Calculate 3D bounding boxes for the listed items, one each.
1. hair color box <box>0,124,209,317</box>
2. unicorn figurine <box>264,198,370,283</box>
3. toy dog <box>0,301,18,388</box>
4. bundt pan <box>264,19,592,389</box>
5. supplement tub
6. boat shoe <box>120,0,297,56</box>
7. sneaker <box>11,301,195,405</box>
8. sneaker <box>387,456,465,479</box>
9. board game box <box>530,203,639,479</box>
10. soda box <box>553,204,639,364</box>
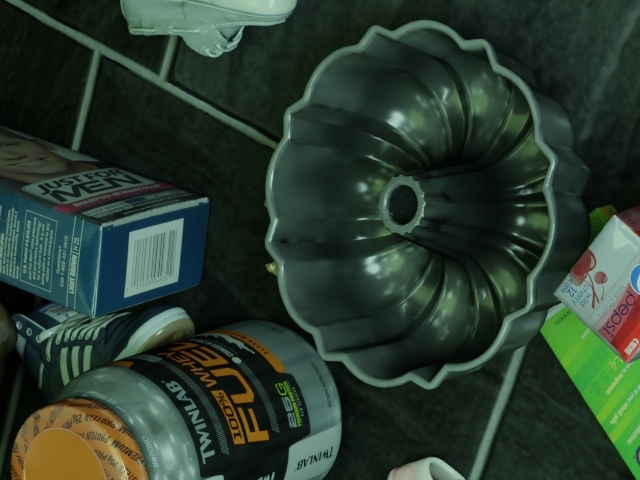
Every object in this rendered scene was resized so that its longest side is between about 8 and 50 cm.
[{"bbox_3d":[-0.307,-0.031,2.034,0.347,0.174,0.105,18,111,32],"label":"hair color box"},{"bbox_3d":[0.000,0.000,1.884,0.111,0.060,0.162,-9,94,38],"label":"unicorn figurine"},{"bbox_3d":[-0.506,0.122,2.107,0.408,0.284,0.395,15,112,41],"label":"toy dog"},{"bbox_3d":[0.109,-0.031,1.733,0.331,0.124,0.331,-1,89,40],"label":"bundt pan"},{"bbox_3d":[-0.138,0.198,1.868,0.193,0.316,0.193,9,105,34],"label":"supplement tub"},{"bbox_3d":[-0.111,-0.227,1.916,0.227,0.079,0.081,12,116,39],"label":"boat shoe"},{"bbox_3d":[-0.241,0.102,2.038,0.153,0.099,0.282,59,141,13],"label":"sneaker"},{"bbox_3d":[0.119,0.273,1.859,0.070,0.051,0.134,-35,74,41],"label":"sneaker"},{"bbox_3d":[0.283,0.108,1.713,0.124,0.039,0.259,-41,72,36],"label":"board game box"},{"bbox_3d":[0.299,0.015,1.536,0.083,0.263,0.092,45,123,20],"label":"soda box"}]
